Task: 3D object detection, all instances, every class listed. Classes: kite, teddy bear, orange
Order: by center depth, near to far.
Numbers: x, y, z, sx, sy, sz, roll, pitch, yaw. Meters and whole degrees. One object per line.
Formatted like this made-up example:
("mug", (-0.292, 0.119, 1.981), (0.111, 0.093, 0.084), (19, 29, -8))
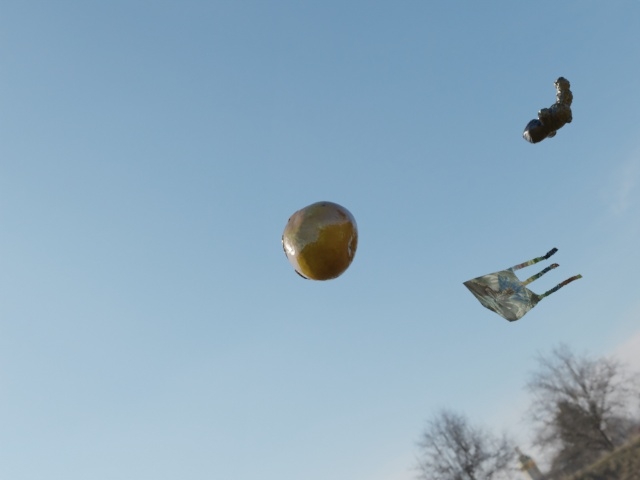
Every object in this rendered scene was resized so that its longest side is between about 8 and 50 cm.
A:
("orange", (0.000, 0.000, 1.304), (0.154, 0.134, 0.155), (16, -90, -71))
("teddy bear", (0.542, -0.286, 1.610), (0.160, 0.078, 0.119), (-53, -32, 5))
("kite", (0.498, 0.114, 1.684), (0.310, 0.169, 0.015), (-33, 18, 53))
